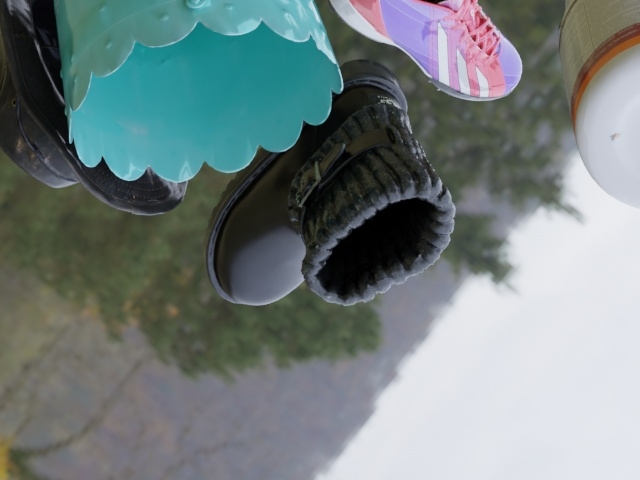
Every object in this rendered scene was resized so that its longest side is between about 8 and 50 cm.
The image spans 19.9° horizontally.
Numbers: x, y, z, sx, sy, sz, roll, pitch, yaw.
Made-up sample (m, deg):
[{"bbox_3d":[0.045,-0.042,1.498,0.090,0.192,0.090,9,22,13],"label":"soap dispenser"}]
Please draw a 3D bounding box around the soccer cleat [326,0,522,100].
[{"bbox_3d":[0.148,-0.258,2.141,0.116,0.318,0.108,-21,-126,41],"label":"soccer cleat"}]

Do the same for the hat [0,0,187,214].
[{"bbox_3d":[-0.276,-0.156,1.900,0.134,0.331,0.331,-26,-167,25],"label":"hat"}]

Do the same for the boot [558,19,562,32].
[{"bbox_3d":[0.312,-0.194,2.155,0.045,0.121,0.099,-4,-118,27],"label":"boot"}]

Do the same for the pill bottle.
[{"bbox_3d":[0.224,-0.120,1.233,0.121,0.121,0.221,-50,-164,25],"label":"pill bottle"}]

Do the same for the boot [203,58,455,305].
[{"bbox_3d":[-0.003,-0.002,1.934,0.348,0.131,0.260,-56,-150,29],"label":"boot"}]

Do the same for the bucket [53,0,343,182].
[{"bbox_3d":[-0.125,-0.199,1.742,0.281,0.183,0.281,-11,157,-5],"label":"bucket"}]

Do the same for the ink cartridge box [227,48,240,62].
[{"bbox_3d":[-0.088,-0.174,1.934,0.063,0.029,0.115,-59,-178,10],"label":"ink cartridge box"}]
